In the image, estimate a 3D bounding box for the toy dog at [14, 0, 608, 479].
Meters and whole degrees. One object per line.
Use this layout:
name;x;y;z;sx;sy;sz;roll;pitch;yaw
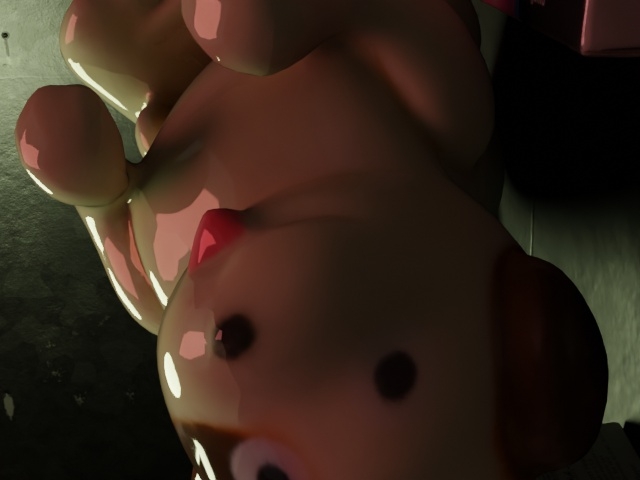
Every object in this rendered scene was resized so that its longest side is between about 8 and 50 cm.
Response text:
toy dog;0.000;0.000;0.585;0.395;0.284;0.408;57;-164;-35

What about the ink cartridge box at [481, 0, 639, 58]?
ink cartridge box;0.127;-0.285;0.443;0.176;0.069;0.371;-110;19;-66

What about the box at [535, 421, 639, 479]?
box;0.152;0.197;0.547;0.126;0.072;0.137;-105;12;-56
